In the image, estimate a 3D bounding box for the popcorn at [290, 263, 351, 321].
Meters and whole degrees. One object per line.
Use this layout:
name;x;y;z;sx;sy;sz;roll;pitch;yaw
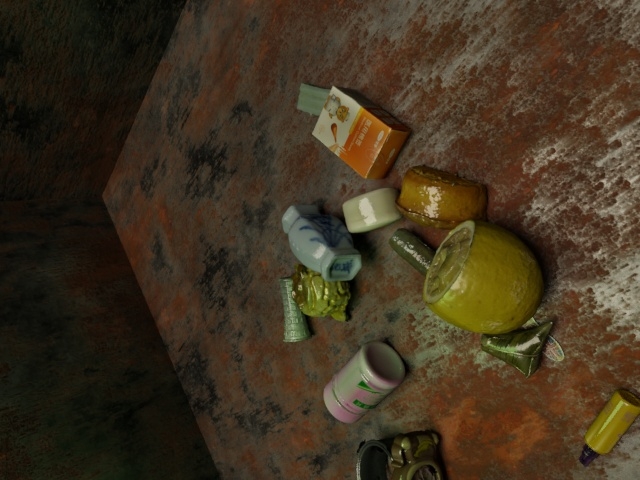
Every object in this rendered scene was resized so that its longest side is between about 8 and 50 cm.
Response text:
popcorn;-0.008;0.209;1.997;0.293;0.237;0.293;30;124;58

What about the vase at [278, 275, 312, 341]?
vase;-0.128;0.322;2.204;0.143;0.143;0.299;-9;88;44

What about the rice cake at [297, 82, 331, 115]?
rice cake;-0.014;-0.597;1.979;0.237;0.043;0.127;29;114;44

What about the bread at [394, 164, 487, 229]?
bread;0.396;-0.144;1.600;0.340;0.179;0.194;27;114;37

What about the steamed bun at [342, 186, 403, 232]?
steamed bun;0.192;-0.112;1.807;0.241;0.164;0.146;-18;87;43

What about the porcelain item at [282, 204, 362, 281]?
porcelain item;0.000;0.000;1.914;0.405;0.242;0.178;47;130;47

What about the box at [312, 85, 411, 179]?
box;0.156;-0.420;1.804;0.341;0.143;0.225;45;125;27

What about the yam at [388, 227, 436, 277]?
yam;0.374;0.061;1.709;0.259;0.106;0.106;45;125;29

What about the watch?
watch;0.301;0.915;1.844;0.327;0.314;0.335;-14;73;54

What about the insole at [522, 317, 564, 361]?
insole;0.713;0.310;1.501;0.193;0.006;0.065;55;129;21

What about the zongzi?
zongzi;0.630;0.309;1.512;0.205;0.094;0.204;28;120;38

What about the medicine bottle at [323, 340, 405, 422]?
medicine bottle;0.177;0.586;1.907;0.212;0.212;0.325;52;126;24

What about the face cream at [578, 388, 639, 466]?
face cream;0.846;0.568;1.371;0.078;0.078;0.273;35;119;34

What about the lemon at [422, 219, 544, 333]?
lemon;0.521;0.129;1.442;0.364;0.364;0.364;9;103;42
